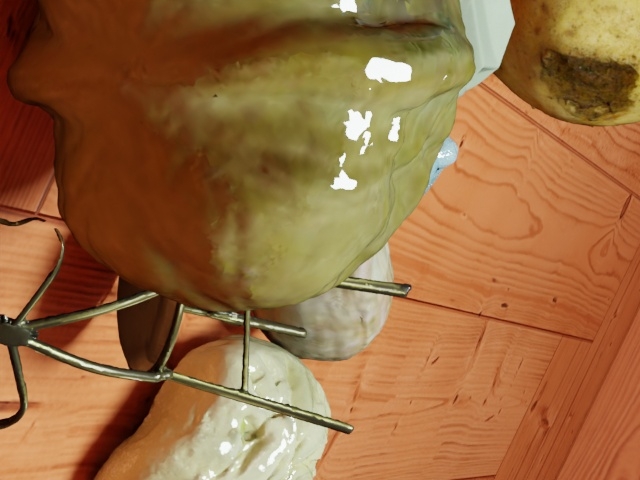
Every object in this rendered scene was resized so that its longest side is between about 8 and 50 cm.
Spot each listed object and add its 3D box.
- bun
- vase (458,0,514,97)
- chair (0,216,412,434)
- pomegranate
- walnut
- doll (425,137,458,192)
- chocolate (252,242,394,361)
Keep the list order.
[{"bbox_3d":[-0.081,0.189,1.512,0.229,0.145,0.229,-42,148,-34],"label":"bun"},{"bbox_3d":[0.060,-0.260,1.336,0.165,0.165,0.360,-53,153,-27],"label":"vase"},{"bbox_3d":[-0.115,0.034,1.281,0.326,0.170,0.159,8,119,-23],"label":"chair"},{"bbox_3d":[0.267,-0.239,1.688,0.281,0.281,0.281,-51,157,-32],"label":"pomegranate"},{"bbox_3d":[-0.048,-0.107,1.085,0.277,0.253,0.282,-18,132,-65],"label":"walnut"},{"bbox_3d":[0.100,-0.107,1.685,0.120,0.075,0.179,-81,-166,-61],"label":"doll"},{"bbox_3d":[0.000,0.000,1.516,0.134,0.134,0.309,-51,158,-31],"label":"chocolate"}]
